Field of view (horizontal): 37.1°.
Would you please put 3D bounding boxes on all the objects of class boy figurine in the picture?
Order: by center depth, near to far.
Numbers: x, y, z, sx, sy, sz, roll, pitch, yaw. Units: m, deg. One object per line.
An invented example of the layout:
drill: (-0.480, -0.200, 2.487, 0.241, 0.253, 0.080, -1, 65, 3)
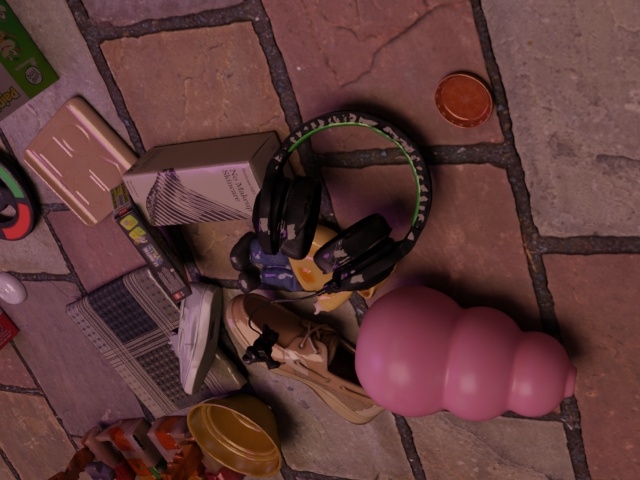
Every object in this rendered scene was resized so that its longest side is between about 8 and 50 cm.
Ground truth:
boy figurine: (-0.004, 0.051, 1.581, 0.285, 0.092, 0.177, 6, 124, 31)

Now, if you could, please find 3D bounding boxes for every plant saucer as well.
plant saucer: (0.197, -0.193, 1.308, 0.083, 0.013, 0.083, 18, 133, 20)

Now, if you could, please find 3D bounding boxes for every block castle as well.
block castle: (-0.403, 0.571, 2.102, 0.453, 0.303, 0.212, -12, 119, 39)

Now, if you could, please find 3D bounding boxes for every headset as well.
headset: (0.000, 0.000, 1.389, 0.243, 0.185, 0.394, 30, 105, 3)

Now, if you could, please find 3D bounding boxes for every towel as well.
towel: (-0.335, 0.210, 1.955, 0.312, 0.056, 0.324, -25, 107, 39)

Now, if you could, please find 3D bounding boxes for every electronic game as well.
electronic game: (-0.663, -0.095, 1.901, 0.229, 0.048, 0.229, 17, 132, 20)

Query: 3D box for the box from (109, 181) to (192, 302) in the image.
box: (-0.301, 0.004, 1.692, 0.036, 0.114, 0.207, -30, 124, 0)

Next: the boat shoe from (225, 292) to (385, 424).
boat shoe: (-0.009, 0.191, 1.686, 0.341, 0.121, 0.110, 36, 132, -13)

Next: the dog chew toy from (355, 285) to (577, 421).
dog chew toy: (0.227, 0.186, 1.479, 0.332, 0.206, 0.206, 9, 129, 15)

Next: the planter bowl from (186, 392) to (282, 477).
planter bowl: (-0.156, 0.376, 1.936, 0.217, 0.090, 0.217, 18, 137, 18)

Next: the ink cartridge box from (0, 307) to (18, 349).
ink cartridge box: (-0.846, 0.170, 2.124, 0.114, 0.197, 0.273, -16, 115, 40)

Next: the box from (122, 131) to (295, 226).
box: (-0.183, -0.097, 1.566, 0.275, 0.094, 0.113, -4, 124, 35)

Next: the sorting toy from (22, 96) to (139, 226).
sorting toy: (-0.425, -0.141, 1.728, 0.193, 0.038, 0.208, 47, 130, -10)

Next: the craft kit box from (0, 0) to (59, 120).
craft kit box: (-0.582, -0.302, 1.538, 0.061, 0.250, 0.246, -13, 118, 37)

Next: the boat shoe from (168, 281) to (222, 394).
boat shoe: (-0.244, 0.181, 1.811, 0.081, 0.079, 0.227, 17, 109, 15)

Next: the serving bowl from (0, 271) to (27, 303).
serving bowl: (-0.689, 0.110, 2.099, 0.083, 0.027, 0.083, 18, 132, 20)
